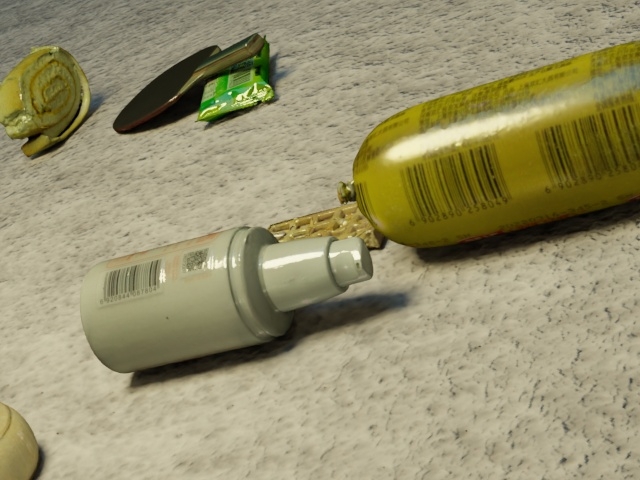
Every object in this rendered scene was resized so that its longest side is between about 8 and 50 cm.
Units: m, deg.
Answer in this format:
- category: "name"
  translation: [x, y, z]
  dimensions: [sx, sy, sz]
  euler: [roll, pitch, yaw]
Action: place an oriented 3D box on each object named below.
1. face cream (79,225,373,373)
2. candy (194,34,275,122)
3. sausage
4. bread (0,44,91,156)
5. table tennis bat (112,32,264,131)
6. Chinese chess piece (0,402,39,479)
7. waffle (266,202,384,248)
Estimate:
- category: "face cream"
  translation: [-0.071, 0.040, 1.168]
  dimensions: [0.251, 0.101, 0.101]
  euler: [-14, 27, 24]
- category: "candy"
  translation: [-0.105, -0.197, 1.755]
  dimensions: [0.102, 0.032, 0.178]
  euler: [-25, 25, 11]
- category: "sausage"
  translation: [0.176, -0.075, 1.130]
  dimensions: [0.347, 0.123, 0.123]
  euler: [-14, 27, 23]
- category: "bread"
  translation: [-0.375, -0.188, 1.892]
  dimensions: [0.064, 0.117, 0.156]
  euler: [-7, 30, 32]
- category: "table tennis bat"
  translation: [-0.168, -0.206, 1.788]
  dimensions: [0.274, 0.021, 0.154]
  euler: [-18, 28, 45]
- category: "Chinese chess piece"
  translation: [-0.291, 0.184, 1.152]
  dimensions: [0.122, 0.051, 0.122]
  euler: [-21, 25, 10]
- category: "waffle"
  translation: [0.000, 0.000, 1.276]
  dimensions: [0.135, 0.021, 0.092]
  euler: [-13, 26, 28]
